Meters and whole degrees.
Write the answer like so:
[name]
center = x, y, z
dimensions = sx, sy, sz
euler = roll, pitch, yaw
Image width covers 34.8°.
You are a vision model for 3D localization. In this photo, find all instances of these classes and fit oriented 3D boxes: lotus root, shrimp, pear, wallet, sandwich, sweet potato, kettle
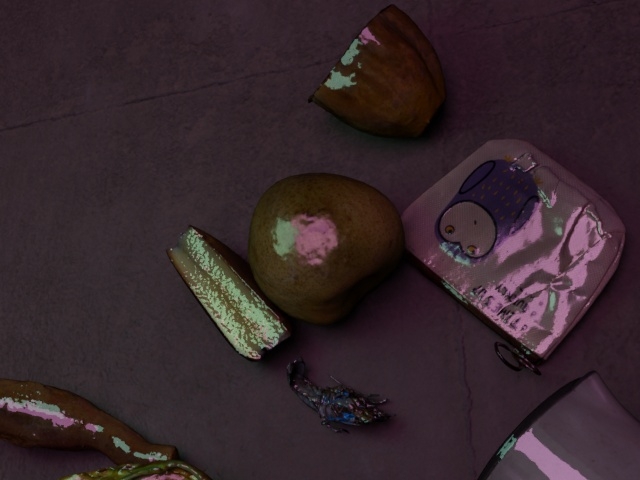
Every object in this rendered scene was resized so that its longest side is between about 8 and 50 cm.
[lotus root]
center = 0.112, -0.249, 1.617
dimensions = 0.180, 0.199, 0.188
euler = 38, 123, 0
[shrimp]
center = 0.025, 0.230, 1.475
dimensions = 0.174, 0.076, 0.082
euler = 25, 36, 32
[pear]
center = 0.000, 0.000, 1.503
dimensions = 0.228, 0.188, 0.211
euler = -42, 72, -2
[wallet]
center = 0.274, 0.005, 1.475
dimensions = 0.275, 0.068, 0.335
euler = -46, 59, -2
[sandwich]
center = -0.133, 0.087, 1.569
dimensions = 0.094, 0.096, 0.258
euler = -43, 61, 4
[sweet potato]
center = -0.384, 0.286, 1.566
dimensions = 0.385, 0.109, 0.109
euler = 15, 72, 12
[kettle]
center = 0.344, 0.400, 1.180
dimensions = 0.377, 0.250, 0.361
euler = 42, 114, 26

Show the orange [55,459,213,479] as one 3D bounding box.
[orange]
center = -0.252, 0.437, 1.394
dimensions = 0.335, 0.196, 0.262
euler = -16, 77, 17
